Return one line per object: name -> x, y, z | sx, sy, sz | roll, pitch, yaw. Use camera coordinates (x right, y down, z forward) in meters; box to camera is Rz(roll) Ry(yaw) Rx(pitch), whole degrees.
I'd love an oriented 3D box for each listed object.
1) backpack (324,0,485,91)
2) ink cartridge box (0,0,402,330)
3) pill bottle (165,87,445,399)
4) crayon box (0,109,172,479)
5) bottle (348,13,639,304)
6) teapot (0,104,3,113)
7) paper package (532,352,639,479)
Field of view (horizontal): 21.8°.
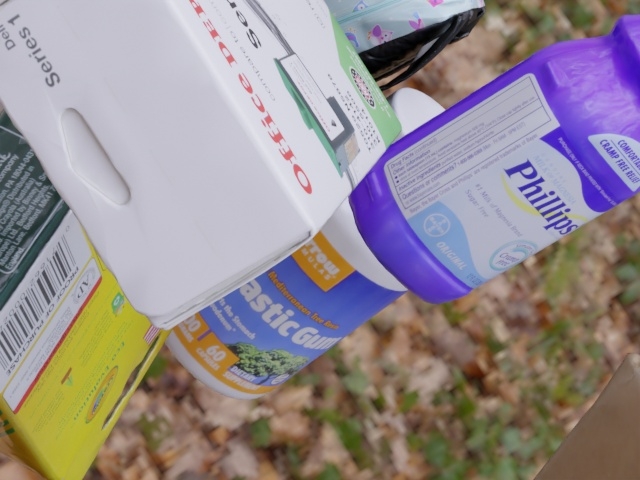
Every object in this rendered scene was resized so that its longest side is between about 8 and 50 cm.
backpack -> 0.032, -0.175, 1.280 | 0.115, 0.182, 0.152 | 64, 20, -9
ink cartridge box -> -0.054, -0.073, 0.794 | 0.160, 0.093, 0.219 | 57, 19, -7
pill bottle -> 0.000, 0.000, 1.342 | 0.152, 0.272, 0.152 | 37, 31, -27
crayon box -> -0.179, 0.038, 1.132 | 0.081, 0.318, 0.202 | 26, 69, 14
bottle -> 0.159, -0.067, 1.071 | 0.118, 0.283, 0.092 | 41, 24, -45
teapot -> -0.179, -0.164, 1.290 | 0.187, 0.252, 0.256 | 46, 41, 13
paper package -> 0.214, 0.264, 0.829 | 0.168, 0.309, 0.325 | -1, 43, -44
